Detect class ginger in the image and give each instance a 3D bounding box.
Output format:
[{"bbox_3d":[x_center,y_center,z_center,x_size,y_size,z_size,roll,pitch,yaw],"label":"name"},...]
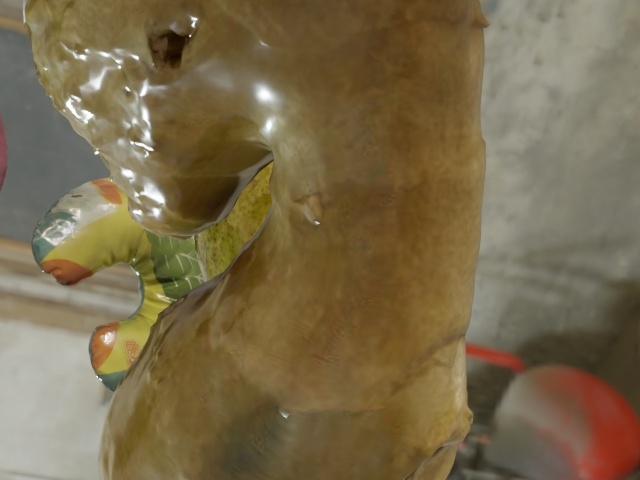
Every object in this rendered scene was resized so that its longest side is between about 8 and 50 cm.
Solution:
[{"bbox_3d":[-0.008,-0.070,0.447,0.348,0.122,0.363,-26,88,33],"label":"ginger"}]

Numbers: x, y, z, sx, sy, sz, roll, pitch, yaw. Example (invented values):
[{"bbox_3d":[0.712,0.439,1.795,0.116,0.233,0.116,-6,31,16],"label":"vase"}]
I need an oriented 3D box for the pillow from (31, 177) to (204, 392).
[{"bbox_3d":[-0.185,0.048,1.459,0.086,0.214,0.233,-19,98,37],"label":"pillow"}]

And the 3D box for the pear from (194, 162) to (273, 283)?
[{"bbox_3d":[0.000,0.000,1.100,0.197,0.197,0.197,-168,90,-74],"label":"pear"}]

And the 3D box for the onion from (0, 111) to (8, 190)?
[{"bbox_3d":[-0.352,-0.056,1.129,0.207,0.201,0.200,2,-77,-63],"label":"onion"}]
